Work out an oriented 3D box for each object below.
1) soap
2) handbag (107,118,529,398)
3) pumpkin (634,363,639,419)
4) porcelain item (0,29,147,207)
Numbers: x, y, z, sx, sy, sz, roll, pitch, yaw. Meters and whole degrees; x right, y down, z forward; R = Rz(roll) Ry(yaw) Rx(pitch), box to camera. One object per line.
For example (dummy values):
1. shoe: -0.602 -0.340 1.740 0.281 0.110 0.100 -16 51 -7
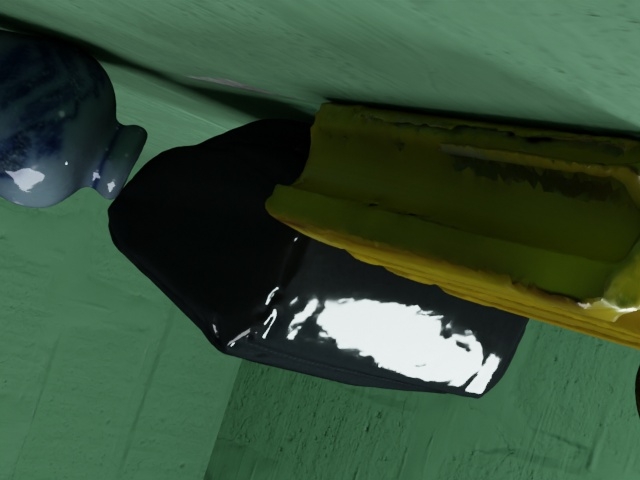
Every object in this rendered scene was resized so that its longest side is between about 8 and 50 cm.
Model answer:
1. soap: 0.135 -0.004 0.811 0.204 0.096 0.324 22 176 -36
2. handbag: 0.002 -0.002 1.102 0.302 0.177 0.275 16 -164 -41
3. pumpkin: 0.399 0.121 1.075 0.260 0.189 0.260 13 155 6
4. porcelain item: -0.268 -0.115 1.046 0.259 0.141 0.141 26 178 -7
